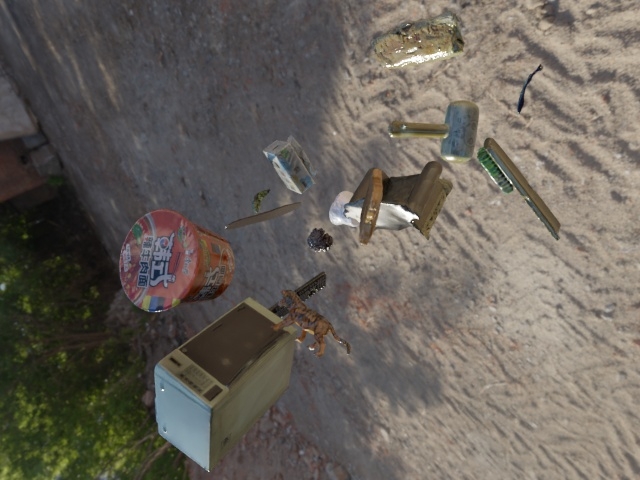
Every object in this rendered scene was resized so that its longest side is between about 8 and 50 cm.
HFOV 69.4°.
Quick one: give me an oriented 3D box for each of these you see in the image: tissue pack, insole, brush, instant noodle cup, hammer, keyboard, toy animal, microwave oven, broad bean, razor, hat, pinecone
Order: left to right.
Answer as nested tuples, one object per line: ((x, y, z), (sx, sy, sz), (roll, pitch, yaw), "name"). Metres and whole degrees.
((-0.357, 0.060, 1.196), (0.250, 0.250, 0.192), (46, -170, 22), "instant noodle cup")
((-0.290, 0.413, 1.425), (0.247, 0.394, 0.333), (25, 124, 23), "microwave oven")
((-0.289, -0.188, 2.157), (0.061, 0.195, 0.046), (-14, 119, 25), "broad bean")
((-0.202, -0.087, 1.672), (0.111, 0.327, 0.007), (-40, 74, 50), "insole")
((-0.127, -0.353, 2.117), (0.229, 0.145, 0.159), (56, 167, -30), "tissue pack")
((-0.095, 0.244, 1.987), (0.027, 0.317, 0.106), (39, 148, 32), "keyboard")
((-0.009, 0.227, 1.190), (0.255, 0.116, 0.114), (22, 170, 36), "toy animal")
((0.000, 0.000, 1.480), (0.077, 0.077, 0.083), (33, -172, 41), "pinecone")
((0.154, -0.148, 2.409), (0.126, 0.203, 0.203), (31, 144, 34), "hat")
((0.365, -0.360, 1.506), (0.113, 0.305, 0.202), (-139, 52, -73), "hammer")
((0.427, -0.103, 0.991), (0.282, 0.054, 0.048), (43, 138, -18), "brush")
((0.648, -0.475, 1.450), (0.028, 0.044, 0.155), (32, 118, 26), "razor")

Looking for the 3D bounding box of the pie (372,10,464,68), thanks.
((0.275, -0.552, 1.290), (0.282, 0.068, 0.129), (9, 138, 49), "pie")

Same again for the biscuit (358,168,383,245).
((0.106, -0.068, 0.982), (0.035, 0.163, 0.250), (16, 178, 0), "biscuit")

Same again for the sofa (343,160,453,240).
((0.206, -0.129, 1.277), (0.258, 0.200, 0.182), (4, 144, 48), "sofa")
